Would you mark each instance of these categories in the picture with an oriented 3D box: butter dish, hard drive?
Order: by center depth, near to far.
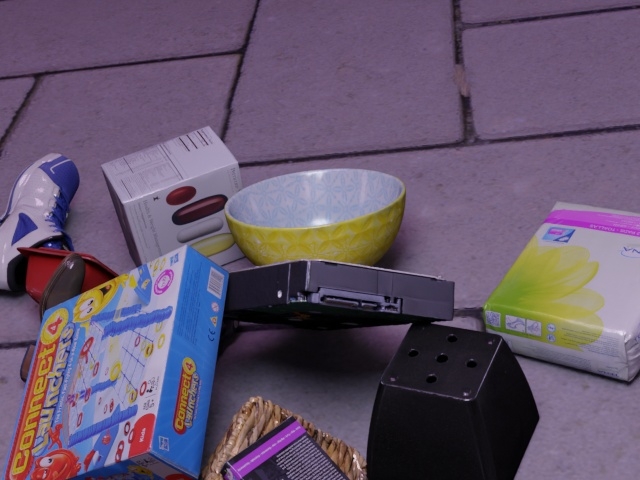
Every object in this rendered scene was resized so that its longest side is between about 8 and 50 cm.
[{"bbox_3d":[-0.007,0.080,1.572,0.237,0.064,0.339,9,-10,-30],"label":"hard drive"},{"bbox_3d":[-0.414,0.088,1.856,0.160,0.160,0.118,8,72,22],"label":"butter dish"}]

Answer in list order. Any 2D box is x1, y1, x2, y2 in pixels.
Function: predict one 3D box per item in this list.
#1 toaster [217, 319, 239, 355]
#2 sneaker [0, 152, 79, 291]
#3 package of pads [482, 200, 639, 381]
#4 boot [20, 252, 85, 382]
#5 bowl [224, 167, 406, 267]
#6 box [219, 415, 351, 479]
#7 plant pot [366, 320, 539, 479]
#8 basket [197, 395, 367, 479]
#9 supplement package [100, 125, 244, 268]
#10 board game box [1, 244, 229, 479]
[{"bbox_3d":[-0.233,0.138,1.727,0.147,0.129,0.227,5,45,28],"label":"toaster"},{"bbox_3d":[-0.496,-0.008,2.022,0.182,0.127,0.315,11,48,23],"label":"sneaker"},{"bbox_3d":[0.406,0.068,1.669,0.229,0.101,0.296,12,42,31],"label":"package of pads"},{"bbox_3d":[-0.378,0.135,1.737,0.106,0.219,0.082,21,6,24],"label":"boot"},{"bbox_3d":[0.000,0.000,1.807,0.290,0.156,0.289,-6,20,2],"label":"bowl"},{"bbox_3d":[-0.022,0.293,1.300,0.162,0.029,0.116,45,45,17],"label":"box"},{"bbox_3d":[0.166,0.215,1.473,0.188,0.167,0.188,8,40,26],"label":"plant pot"},{"bbox_3d":[-0.079,0.386,1.366,0.214,0.223,0.299,29,42,-2],"label":"basket"},{"bbox_3d":[-0.240,-0.055,1.936,0.203,0.194,0.149,-22,37,-14],"label":"supplement package"},{"bbox_3d":[-0.275,0.195,1.510,0.302,0.086,0.308,-24,45,33],"label":"board game box"}]
